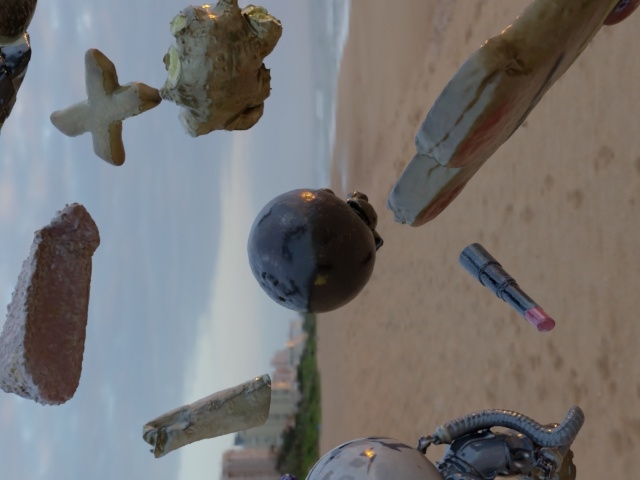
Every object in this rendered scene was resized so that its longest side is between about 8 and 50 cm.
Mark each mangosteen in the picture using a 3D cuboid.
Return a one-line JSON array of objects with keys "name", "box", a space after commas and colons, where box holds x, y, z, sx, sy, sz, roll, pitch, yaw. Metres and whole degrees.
[{"name": "mangosteen", "box": [0.000, 0.000, 1.681, 0.265, 0.228, 0.228, -46, -26, -30]}]

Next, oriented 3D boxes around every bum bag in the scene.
[{"name": "bum bag", "box": [-0.390, -0.139, 1.102, 0.106, 0.060, 0.232, 18, 84, 54]}]

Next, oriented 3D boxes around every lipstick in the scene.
[{"name": "lipstick", "box": [0.326, 0.086, 1.686, 0.234, 0.053, 0.053, 48, 148, 48]}]

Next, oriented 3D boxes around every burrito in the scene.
[{"name": "burrito", "box": [-0.181, 0.290, 1.582, 0.060, 0.226, 0.087, 25, 127, 62]}]

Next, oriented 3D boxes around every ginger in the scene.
[{"name": "ginger", "box": [-0.125, -0.227, 1.232, 0.102, 0.157, 0.216, -121, 32, -47]}]

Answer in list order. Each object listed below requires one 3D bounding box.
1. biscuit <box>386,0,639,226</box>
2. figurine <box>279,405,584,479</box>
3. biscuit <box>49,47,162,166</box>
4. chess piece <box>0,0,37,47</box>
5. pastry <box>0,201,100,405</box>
[{"name": "biscuit", "box": [0.235, -0.194, 1.021, 0.394, 0.076, 0.368, -47, -8, -17]}, {"name": "figurine", "box": [0.132, 0.320, 1.194, 0.261, 0.382, 0.186, -47, 55, 57]}, {"name": "biscuit", "box": [-0.403, -0.243, 1.811, 0.208, 0.164, 0.047, -48, 12, 39]}, {"name": "chess piece", "box": [-0.453, -0.293, 0.974, 0.194, 0.299, 0.194, 5, -90, -81]}, {"name": "pastry", "box": [-0.353, 0.087, 1.265, 0.103, 0.112, 0.265, 31, -125, -37]}]
